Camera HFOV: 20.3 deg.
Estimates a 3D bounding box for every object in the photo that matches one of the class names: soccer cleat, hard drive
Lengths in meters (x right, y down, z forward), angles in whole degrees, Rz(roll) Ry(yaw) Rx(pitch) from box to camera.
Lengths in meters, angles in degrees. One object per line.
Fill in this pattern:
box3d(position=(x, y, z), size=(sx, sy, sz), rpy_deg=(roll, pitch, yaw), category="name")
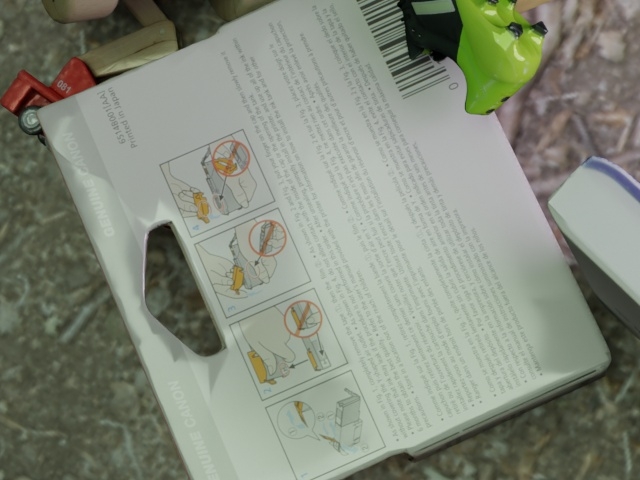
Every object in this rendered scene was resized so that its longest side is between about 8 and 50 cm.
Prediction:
box3d(position=(0.066, -0.154, 1.078), size=(0.072, 0.060, 0.179), rpy_deg=(-50, 59, 34), category="soccer cleat")
box3d(position=(0.218, 0.065, 0.939), size=(0.040, 0.318, 0.210), rpy_deg=(-46, 75, 3), category="hard drive")

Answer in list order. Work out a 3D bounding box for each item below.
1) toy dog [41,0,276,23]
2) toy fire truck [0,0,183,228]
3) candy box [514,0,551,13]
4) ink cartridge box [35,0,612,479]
box3d(position=(-0.123, -0.288, 1.132), size=(0.220, 0.161, 0.334), rpy_deg=(-30, 79, -32), category="toy dog")
box3d(position=(-0.137, -0.112, 1.184), size=(0.192, 0.047, 0.135), rpy_deg=(36, 89, 14), category="toy fire truck")
box3d(position=(0.152, -0.325, 1.131), size=(0.183, 0.087, 0.316), rpy_deg=(-20, 79, 10), category="candy box")
box3d(position=(0.000, 0.000, 1.111), size=(0.261, 0.066, 0.296), rpy_deg=(-24, 77, -1), category="ink cartridge box")
